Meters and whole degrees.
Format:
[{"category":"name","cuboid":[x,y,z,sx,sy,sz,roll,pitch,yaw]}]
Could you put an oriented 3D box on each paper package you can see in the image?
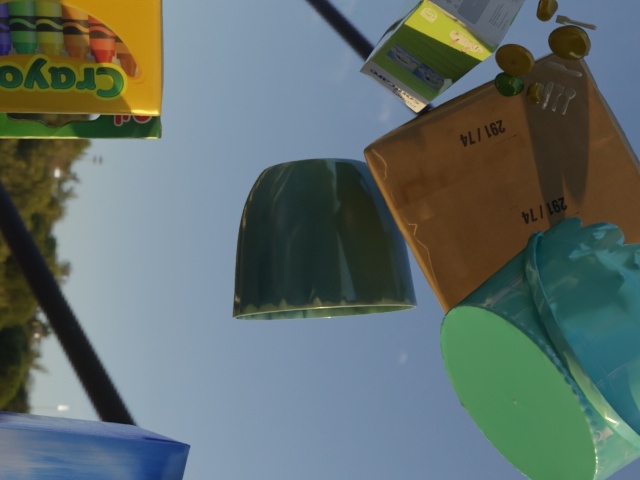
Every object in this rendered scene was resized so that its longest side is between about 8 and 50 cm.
[{"category":"paper package","cuboid":[0.268,-0.067,1.280,0.309,0.325,0.168,63,6,4]}]

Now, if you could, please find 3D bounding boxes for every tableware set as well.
[{"category":"tableware set","cuboid":[0.258,-0.216,1.073,0.154,0.104,0.024,91,22,-56]}]

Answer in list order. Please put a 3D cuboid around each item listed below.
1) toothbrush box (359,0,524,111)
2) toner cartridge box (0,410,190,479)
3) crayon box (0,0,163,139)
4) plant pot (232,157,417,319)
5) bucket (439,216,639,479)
[{"category":"toothbrush box","cuboid":[0.193,-0.335,1.330,0.206,0.122,0.283,-58,-173,-15]},{"category":"toner cartridge box","cuboid":[-0.254,0.207,0.661,0.075,0.348,0.165,7,-99,37]},{"category":"crayon box","cuboid":[-0.226,-0.215,0.737,0.081,0.202,0.318,-105,-164,-59]},{"category":"plant pot","cuboid":[0.000,0.000,1.462,0.293,0.293,0.235,159,-71,-68]},{"category":"bucket","cuboid":[0.279,0.132,1.025,0.281,0.183,0.281,46,-26,30]}]
